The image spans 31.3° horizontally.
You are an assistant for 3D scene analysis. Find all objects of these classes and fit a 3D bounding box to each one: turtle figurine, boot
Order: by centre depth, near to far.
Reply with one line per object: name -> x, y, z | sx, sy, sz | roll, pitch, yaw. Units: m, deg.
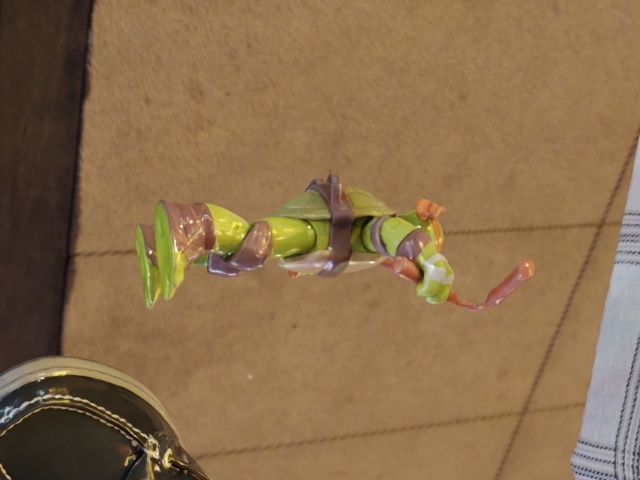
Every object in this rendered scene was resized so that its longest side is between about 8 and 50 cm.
boot -> -0.076, 0.172, 0.577 | 0.085, 0.178, 0.236 | -35, 137, -3
turtle figurine -> 0.000, 0.000, 0.737 | 0.217, 0.269, 0.087 | -3, 96, -21

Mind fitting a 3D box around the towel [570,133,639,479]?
towel -> 0.299, 0.015, 0.703 | 0.056, 0.312, 0.324 | 25, 76, -26
